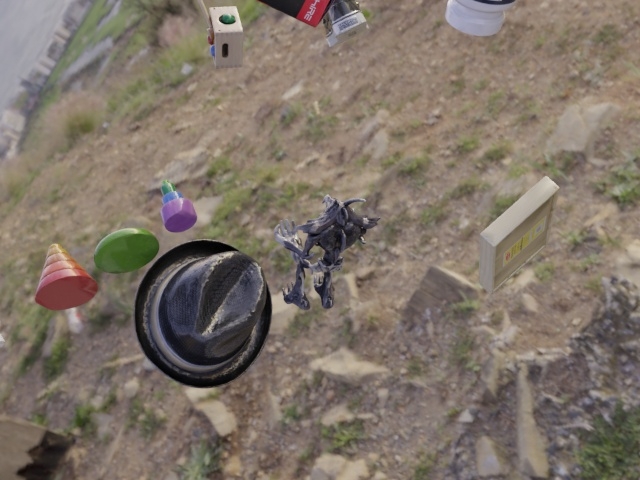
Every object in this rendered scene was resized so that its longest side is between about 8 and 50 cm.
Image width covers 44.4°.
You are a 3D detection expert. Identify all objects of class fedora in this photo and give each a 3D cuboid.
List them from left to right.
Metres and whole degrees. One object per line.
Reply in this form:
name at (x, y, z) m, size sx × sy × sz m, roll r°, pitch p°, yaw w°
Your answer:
fedora at (-0.217, 0.131, 1.616) m, size 0.152 × 0.334 × 0.334 m, roll -37°, pitch 36°, yaw 53°

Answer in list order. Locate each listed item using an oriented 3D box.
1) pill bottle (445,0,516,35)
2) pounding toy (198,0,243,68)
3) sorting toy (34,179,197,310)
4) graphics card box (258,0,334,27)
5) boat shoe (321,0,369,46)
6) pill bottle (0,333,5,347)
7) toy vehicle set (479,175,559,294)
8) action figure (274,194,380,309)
pill bottle at (0.347, -0.564, 1.601) m, size 0.264 × 0.153 × 0.153 m, roll 102°, pitch 167°, yaw -46°
pounding toy at (-0.256, -0.533, 1.989) m, size 0.141 × 0.100 × 0.130 m, roll 98°, pitch 161°, yaw -49°
sorting toy at (-0.416, -0.005, 1.549) m, size 0.366 × 0.127 × 0.126 m, roll -32°, pitch 60°, yaw 9°
graphics card box at (-0.172, -0.439, 1.106) m, size 0.094 × 0.371 × 0.233 m, roll -60°, pitch 36°, yaw 19°
boat shoe at (0.041, -0.388, 1.362) m, size 0.078 × 0.070 × 0.219 m, roll -24°, pitch 7°, yaw 1°
pill bottle at (-0.526, 0.116, 1.184) m, size 0.065 × 0.065 × 0.116 m, roll -39°, pitch 78°, yaw 26°
toy vehicle set at (0.381, -0.002, 1.519) m, size 0.166 × 0.267 × 0.035 m, roll -40°, pitch 66°, yaw -8°
action figure at (0.000, 0.000, 1.405) m, size 0.141 × 0.164 × 0.275 m, roll 57°, pitch 144°, yaw 35°
